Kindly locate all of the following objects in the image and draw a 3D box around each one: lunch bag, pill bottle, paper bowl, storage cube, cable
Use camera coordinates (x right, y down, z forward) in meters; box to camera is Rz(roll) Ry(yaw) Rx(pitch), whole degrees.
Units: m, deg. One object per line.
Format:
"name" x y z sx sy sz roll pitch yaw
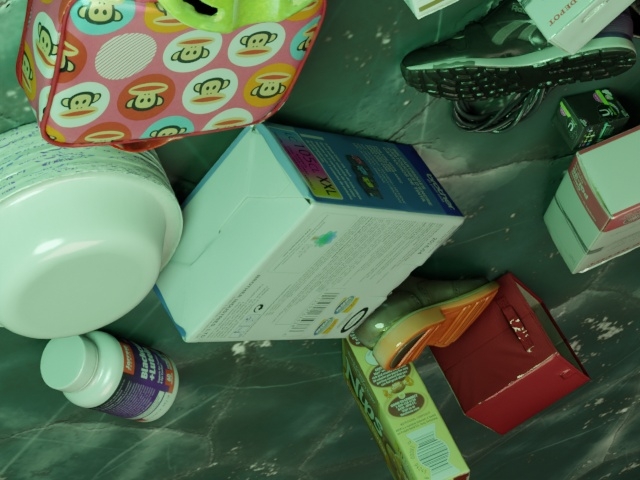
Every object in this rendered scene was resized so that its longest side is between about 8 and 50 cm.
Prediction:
"lunch bag" -0.156 -0.193 1.261 0.293 0.120 0.258 -9 144 -30
"pill bottle" -0.296 0.187 1.715 0.108 0.108 0.193 -38 148 16
"paper bowl" -0.298 0.005 1.415 0.284 0.148 0.284 -20 149 -13
"storage cube" 0.325 0.202 2.146 0.193 0.183 0.215 -35 148 12
"cable" 0.248 -0.209 1.620 0.184 0.047 0.150 -37 147 16

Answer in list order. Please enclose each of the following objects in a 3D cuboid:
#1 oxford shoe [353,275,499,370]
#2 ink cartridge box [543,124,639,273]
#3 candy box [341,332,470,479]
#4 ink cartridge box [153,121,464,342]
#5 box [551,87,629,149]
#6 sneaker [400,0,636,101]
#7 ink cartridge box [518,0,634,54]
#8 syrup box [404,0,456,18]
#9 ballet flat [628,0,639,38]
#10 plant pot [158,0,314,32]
"oxford shoe" 0.168 0.093 1.943 0.364 0.133 0.130 -13 143 -57
"ink cartridge box" 0.472 -0.072 1.866 0.207 0.117 0.283 -23 164 -8
"candy box" 0.133 0.293 2.000 0.088 0.316 0.183 -20 148 -11
"ink cartridge box" 0.000 0.000 1.613 0.395 0.151 0.270 6 136 -50
"box" 0.387 -0.175 1.762 0.083 0.062 0.052 -14 147 -22
"sneaker" 0.239 -0.253 1.514 0.283 0.124 0.107 -6 163 11
"ink cartridge box" 0.279 -0.304 1.406 0.109 0.150 0.063 -42 146 22
"syrup box" 0.103 -0.349 1.260 0.096 0.093 0.237 -28 149 -2
"ballet flat" 0.384 -0.297 1.595 0.173 0.049 0.057 1 138 -38
"plant pot" -0.095 -0.318 0.999 0.276 0.254 0.276 -19 147 -13
